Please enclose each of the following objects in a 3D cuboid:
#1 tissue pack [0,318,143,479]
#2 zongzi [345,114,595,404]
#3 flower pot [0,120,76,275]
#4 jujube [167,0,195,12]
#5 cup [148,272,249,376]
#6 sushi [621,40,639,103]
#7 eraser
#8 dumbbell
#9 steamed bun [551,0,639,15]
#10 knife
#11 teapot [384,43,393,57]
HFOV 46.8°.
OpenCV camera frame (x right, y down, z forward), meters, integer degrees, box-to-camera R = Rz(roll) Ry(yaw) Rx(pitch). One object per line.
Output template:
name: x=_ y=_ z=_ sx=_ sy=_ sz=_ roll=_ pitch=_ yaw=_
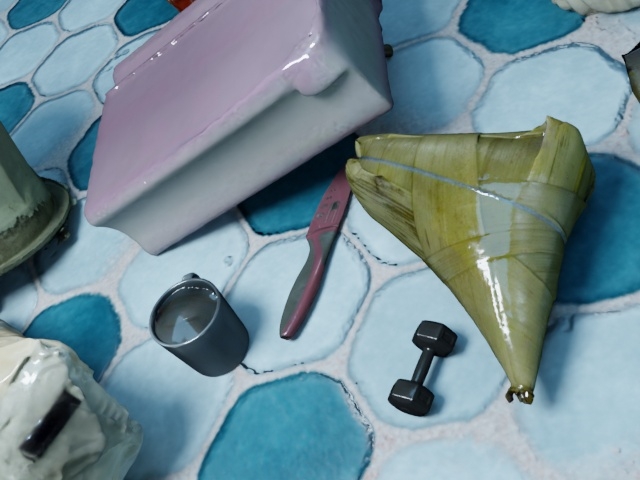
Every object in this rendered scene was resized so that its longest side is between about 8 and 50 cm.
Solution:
tissue pack: x=-0.368 y=0.240 z=0.684 sx=0.376 sy=0.195 sz=0.389 roll=1 pitch=54 yaw=44
zongzi: x=0.112 y=0.013 z=0.675 sx=0.228 sy=0.115 sz=0.255 roll=3 pitch=67 yaw=33
flower pot: x=-0.490 y=-0.092 z=0.914 sx=0.291 sy=0.259 sz=0.290 roll=-11 pitch=35 yaw=8
jujube: x=-0.169 y=-0.429 z=1.112 sx=0.216 sy=0.216 sz=0.342 roll=-43 pitch=40 yaw=-10
cup: x=-0.119 y=0.081 z=0.747 sx=0.078 sy=0.077 sz=0.100 roll=-20 pitch=48 yaw=12
sushi: x=0.420 y=-0.174 z=0.657 sx=0.273 sy=0.134 sz=0.109 roll=-23 pitch=15 yaw=22
eraser: x=-0.103 y=-0.177 z=0.846 sx=0.359 sy=0.122 sz=0.272 roll=-28 pitch=45 yaw=31
dumbbell: x=0.089 y=0.111 z=0.645 sx=0.040 sy=0.036 sz=0.083 roll=10 pitch=60 yaw=33
steamed bun: x=0.325 y=-0.343 z=0.840 sx=0.183 sy=0.106 sz=0.182 roll=-13 pitch=48 yaw=16
knife: x=0.000 y=0.000 z=0.796 sx=0.036 sy=0.018 sz=0.247 roll=-1 pitch=51 yaw=30
teapot: x=0.042 y=-0.222 z=0.918 sx=0.110 sy=0.080 sz=0.085 roll=-3 pitch=35 yaw=-26
